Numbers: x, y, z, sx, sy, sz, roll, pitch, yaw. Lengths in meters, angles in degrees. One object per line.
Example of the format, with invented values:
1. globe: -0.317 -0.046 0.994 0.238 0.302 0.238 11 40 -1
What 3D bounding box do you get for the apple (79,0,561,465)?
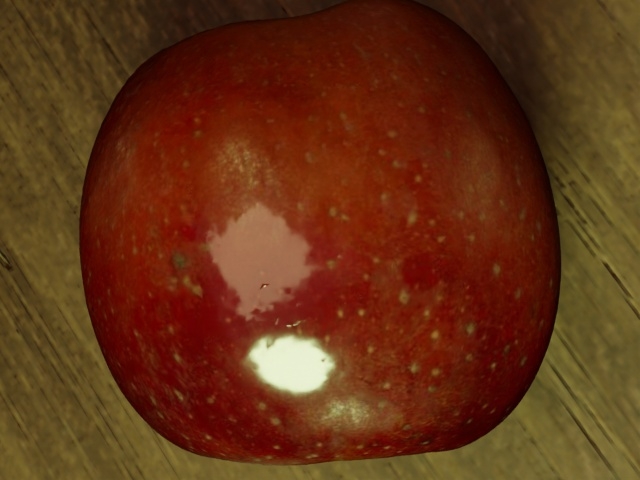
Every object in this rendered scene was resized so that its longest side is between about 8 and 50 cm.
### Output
1. apple: 0.000 0.000 0.679 0.218 0.218 0.201 -9 90 21
